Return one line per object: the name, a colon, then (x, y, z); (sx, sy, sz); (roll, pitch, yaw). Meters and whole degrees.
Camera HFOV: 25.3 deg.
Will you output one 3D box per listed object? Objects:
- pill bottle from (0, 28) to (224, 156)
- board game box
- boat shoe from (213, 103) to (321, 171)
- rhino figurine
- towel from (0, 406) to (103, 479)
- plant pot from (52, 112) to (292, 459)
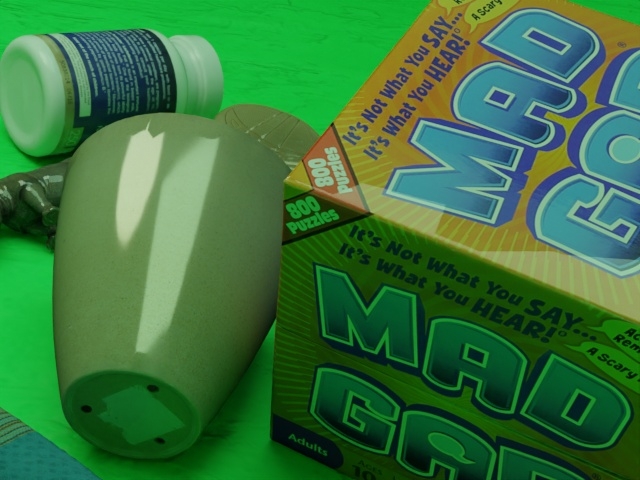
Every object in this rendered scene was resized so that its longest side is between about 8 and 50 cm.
pill bottle: (-0.267, -0.196, 1.844); (0.265, 0.153, 0.153); (-11, 36, -37)
board game box: (0.197, 0.031, 1.321); (0.356, 0.356, 0.356); (23, 49, 17)
boat shoe: (-0.016, -0.080, 1.810); (0.285, 0.092, 0.103); (27, 50, 19)
rhino figurine: (-0.326, -0.040, 1.618); (0.243, 0.073, 0.106); (-16, 43, -41)
towel: (-0.372, 0.194, 1.207); (0.370, 0.040, 0.271); (28, 30, 29)
plant pot: (-0.151, 0.062, 1.363); (0.256, 0.256, 0.274); (12, 44, -3)
